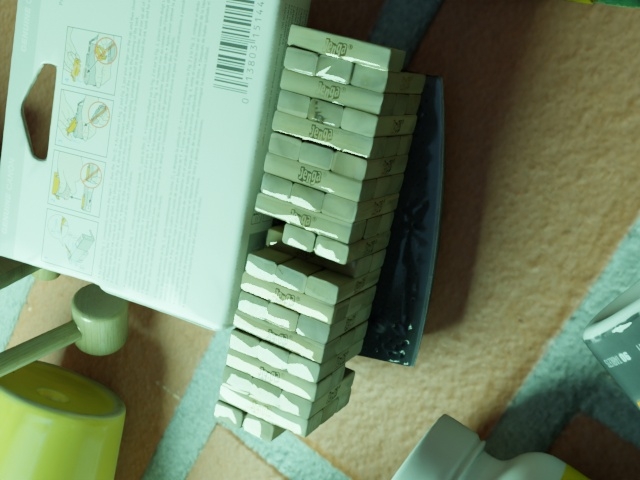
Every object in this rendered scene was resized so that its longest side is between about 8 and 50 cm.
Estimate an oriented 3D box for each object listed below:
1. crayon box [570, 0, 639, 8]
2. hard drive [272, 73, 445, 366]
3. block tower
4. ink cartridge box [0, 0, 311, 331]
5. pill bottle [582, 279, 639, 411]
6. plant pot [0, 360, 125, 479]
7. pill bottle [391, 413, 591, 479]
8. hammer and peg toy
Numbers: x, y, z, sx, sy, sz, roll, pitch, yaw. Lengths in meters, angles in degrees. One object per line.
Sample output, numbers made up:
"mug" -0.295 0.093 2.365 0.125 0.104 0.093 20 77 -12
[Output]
"crayon box" 0.133 -0.310 0.634 0.319 0.081 0.202 16 103 22
"hard drive" 0.032 -0.025 0.734 0.172 0.054 0.254 8 101 25
"block tower" 0.000 0.000 0.671 0.091 0.097 0.335 19 107 22
"ink cartridge box" -0.159 -0.098 0.716 0.261 0.066 0.296 16 103 21
"pill bottle" 0.317 0.127 0.575 0.130 0.130 0.245 -42 79 24
"plant pot" -0.327 0.264 0.851 0.254 0.254 0.239 23 91 21
"pill bottle" 0.197 0.290 0.621 0.334 0.188 0.188 33 109 18
"hammer and peg toy" -0.382 0.009 0.822 0.361 0.266 0.127 31 128 20
